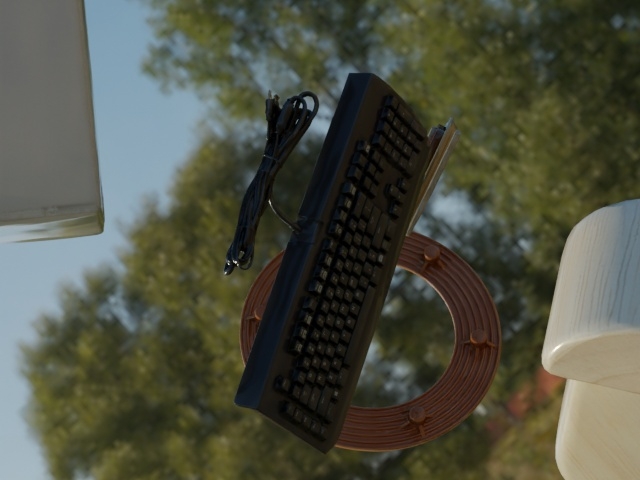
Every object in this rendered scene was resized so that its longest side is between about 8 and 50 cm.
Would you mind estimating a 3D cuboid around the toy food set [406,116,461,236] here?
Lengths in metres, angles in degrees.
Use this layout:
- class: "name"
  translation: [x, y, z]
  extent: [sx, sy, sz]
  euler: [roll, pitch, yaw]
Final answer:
- class: "toy food set"
  translation: [0.097, -0.069, 1.572]
  extent: [0.132, 0.038, 0.192]
  euler: [-64, 0, 4]

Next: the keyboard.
- class: "keyboard"
  translation: [0.000, 0.000, 1.302]
  extent: [0.033, 0.201, 0.317]
  euler: [-3, 61, 44]

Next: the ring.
- class: "ring"
  translation: [0.064, 0.112, 1.981]
  extent: [0.336, 0.336, 0.032]
  euler: [-39, -24, -23]

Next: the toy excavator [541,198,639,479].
- class: "toy excavator"
  translation: [0.247, 0.186, 0.894]
  extent: [0.433, 0.445, 0.222]
  euler: [-47, 22, 54]

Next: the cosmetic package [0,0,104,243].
- class: "cosmetic package"
  translation: [-0.289, -0.230, 1.356]
  extent: [0.161, 0.453, 0.230]
  euler: [-5, -3, -8]
